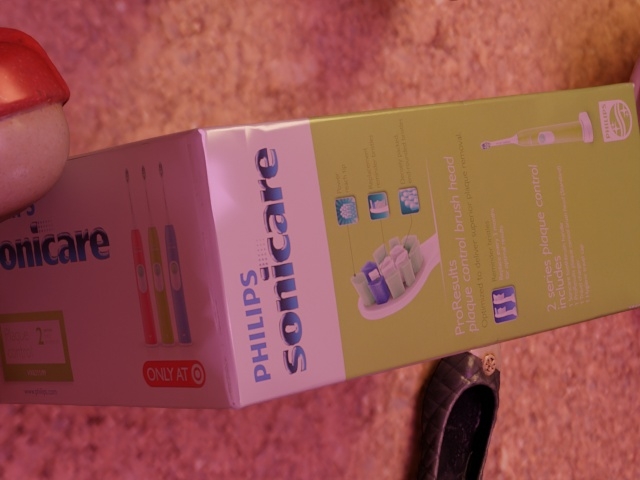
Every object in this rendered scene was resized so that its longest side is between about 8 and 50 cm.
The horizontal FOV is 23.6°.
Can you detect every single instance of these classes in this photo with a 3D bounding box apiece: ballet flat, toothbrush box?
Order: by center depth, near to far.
[{"bbox_3d":[0.000,0.000,0.770,0.283,0.206,0.122,-8,92,-41],"label":"toothbrush box"},{"bbox_3d":[0.086,0.134,0.928,0.057,0.049,0.173,28,69,-35],"label":"ballet flat"}]

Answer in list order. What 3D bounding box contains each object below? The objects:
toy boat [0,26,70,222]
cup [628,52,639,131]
[{"bbox_3d":[-0.224,-0.050,0.609,0.231,0.151,0.151,-23,93,-17],"label":"toy boat"},{"bbox_3d":[0.387,-0.114,1.065,0.331,0.331,0.237,59,28,-19],"label":"cup"}]
